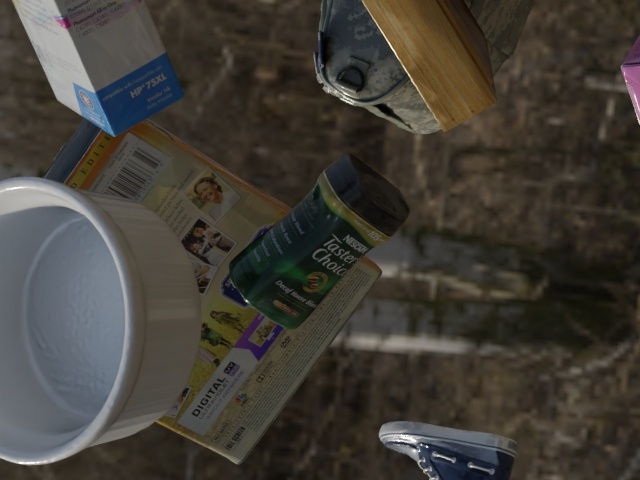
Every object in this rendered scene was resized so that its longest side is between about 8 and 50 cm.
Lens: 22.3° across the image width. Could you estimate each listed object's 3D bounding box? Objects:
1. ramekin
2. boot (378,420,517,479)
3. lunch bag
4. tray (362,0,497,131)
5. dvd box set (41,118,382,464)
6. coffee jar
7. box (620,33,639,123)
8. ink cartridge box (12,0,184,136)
[{"bbox_3d":[-0.249,0.077,1.611,0.135,0.277,0.277,1,-84,-56],"label":"ramekin"},{"bbox_3d":[0.145,0.274,1.982,0.069,0.190,0.086,35,-116,-47],"label":"boot"},{"bbox_3d":[0.127,-0.282,2.192,0.256,0.212,0.305,-67,-21,3],"label":"lunch bag"},{"bbox_3d":[0.056,-0.332,1.734,0.411,0.076,0.203,57,-165,-20],"label":"tray"},{"bbox_3d":[-0.170,0.056,1.914,0.308,0.420,0.062,-55,32,7],"label":"dvd box set"},{"bbox_3d":[0.000,0.000,1.658,0.184,0.096,0.079,-45,37,16],"label":"coffee jar"},{"bbox_3d":[0.385,-0.132,1.449,0.243,0.117,0.214,-54,-50,-44],"label":"box"},{"bbox_3d":[-0.213,-0.217,1.381,0.134,0.078,0.231,32,149,53],"label":"ink cartridge box"}]
